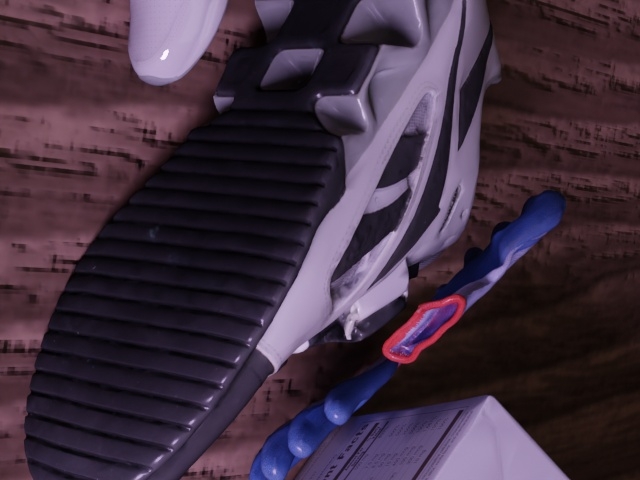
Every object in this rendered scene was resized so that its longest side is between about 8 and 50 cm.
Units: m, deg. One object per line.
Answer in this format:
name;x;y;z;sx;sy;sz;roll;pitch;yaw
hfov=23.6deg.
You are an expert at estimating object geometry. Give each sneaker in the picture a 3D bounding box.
sneaker;0.000;0.000;0.694;0.331;0.122;0.146;-58;135;-21
sneaker;-0.068;-0.141;0.637;0.061;0.053;0.152;9;87;-42

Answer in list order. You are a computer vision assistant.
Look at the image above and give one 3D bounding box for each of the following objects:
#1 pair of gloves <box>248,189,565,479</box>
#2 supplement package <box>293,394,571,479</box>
pair of gloves;0.038;0.050;0.747;0.198;0.023;0.159;-45;175;30
supplement package;0.074;0.243;0.755;0.262;0.145;0.204;47;61;-14
